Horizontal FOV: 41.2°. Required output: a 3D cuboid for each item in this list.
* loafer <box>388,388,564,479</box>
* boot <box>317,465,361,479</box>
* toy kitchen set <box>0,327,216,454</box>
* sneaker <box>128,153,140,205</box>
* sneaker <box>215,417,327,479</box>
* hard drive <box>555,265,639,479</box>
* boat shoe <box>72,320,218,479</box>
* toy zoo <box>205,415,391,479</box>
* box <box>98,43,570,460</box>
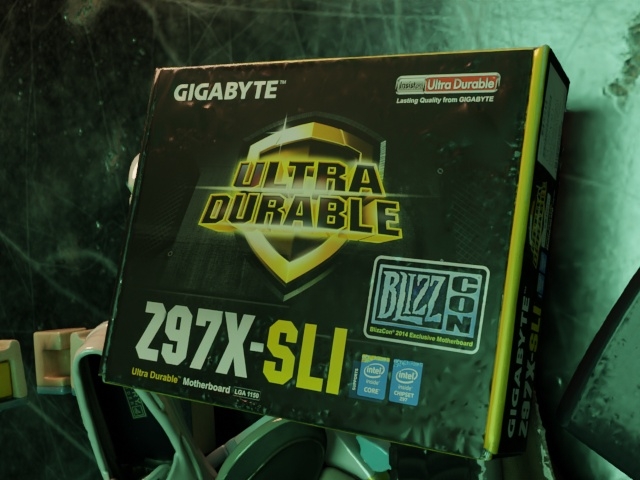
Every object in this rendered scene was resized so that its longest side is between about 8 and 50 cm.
[{"bbox_3d":[0.145,0.236,0.628,0.134,0.130,0.366,150,116,-62],"label":"loafer"},{"bbox_3d":[0.023,0.233,0.666,0.118,0.087,0.042,42,110,21],"label":"boot"},{"bbox_3d":[-0.233,0.152,0.805,0.207,0.166,0.122,-4,90,31],"label":"toy kitchen set"},{"bbox_3d":[-0.095,0.013,0.779,0.126,0.091,0.240,-18,70,0],"label":"sneaker"},{"bbox_3d":[-0.047,0.251,0.673,0.222,0.083,0.118,-57,35,4],"label":"sneaker"},{"bbox_3d":[0.281,0.068,0.559,0.172,0.054,0.255,37,110,24],"label":"hard drive"},{"bbox_3d":[-0.142,0.199,0.731,0.096,0.088,0.268,-13,99,11],"label":"boat shoe"},{"bbox_3d":[-0.033,0.263,0.769,0.293,0.030,0.192,-39,73,26],"label":"toy zoo"},{"bbox_3d":[0.000,0.000,0.613,0.322,0.079,0.257,5,83,31],"label":"box"}]
